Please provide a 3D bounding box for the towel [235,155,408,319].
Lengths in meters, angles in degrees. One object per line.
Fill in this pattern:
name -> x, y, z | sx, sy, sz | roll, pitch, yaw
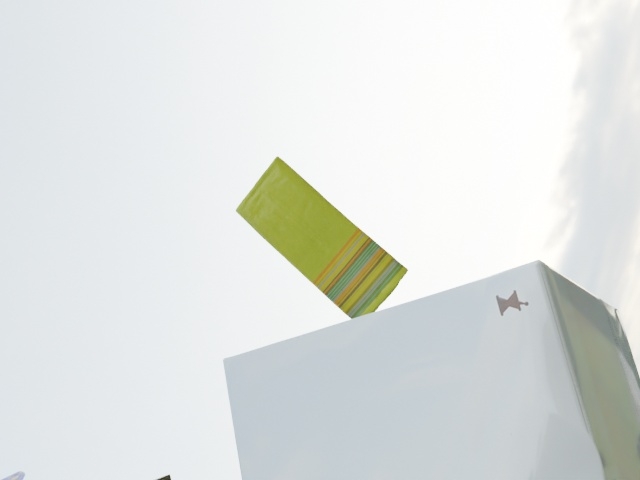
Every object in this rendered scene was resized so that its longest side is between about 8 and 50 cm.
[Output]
towel -> 0.000, 0.000, 1.051 | 0.102, 0.237, 0.021 | -50, -8, 15

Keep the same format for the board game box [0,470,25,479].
board game box -> -0.587, 0.428, 1.317 | 0.169, 0.133, 0.033 | -25, -82, 0

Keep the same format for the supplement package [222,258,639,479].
supplement package -> 0.104, 0.151, 0.501 | 0.263, 0.198, 0.199 | 20, -126, -60

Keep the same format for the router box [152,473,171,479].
router box -> -0.325, 0.517, 1.524 | 0.092, 0.038, 0.122 | 71, -164, 11
